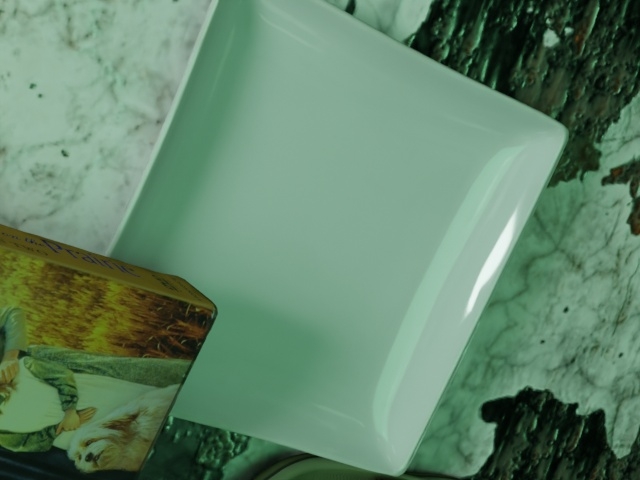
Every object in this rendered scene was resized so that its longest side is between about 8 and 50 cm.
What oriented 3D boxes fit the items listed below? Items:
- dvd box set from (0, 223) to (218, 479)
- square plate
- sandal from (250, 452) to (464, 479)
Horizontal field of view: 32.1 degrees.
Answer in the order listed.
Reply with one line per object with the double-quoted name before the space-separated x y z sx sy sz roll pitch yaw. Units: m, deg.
"dvd box set" -0.285 0.120 0.670 0.420 0.062 0.308 23 96 -47
"square plate" 0.000 0.000 0.900 0.347 0.049 0.344 21 98 -30
"sandal" 0.047 0.260 0.992 0.302 0.086 0.120 6 105 -28
